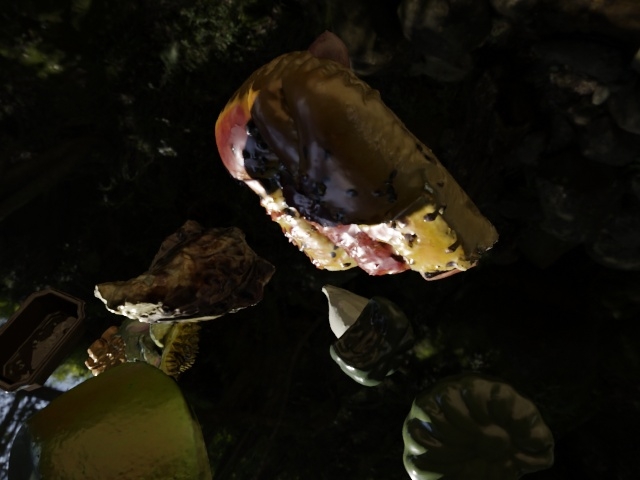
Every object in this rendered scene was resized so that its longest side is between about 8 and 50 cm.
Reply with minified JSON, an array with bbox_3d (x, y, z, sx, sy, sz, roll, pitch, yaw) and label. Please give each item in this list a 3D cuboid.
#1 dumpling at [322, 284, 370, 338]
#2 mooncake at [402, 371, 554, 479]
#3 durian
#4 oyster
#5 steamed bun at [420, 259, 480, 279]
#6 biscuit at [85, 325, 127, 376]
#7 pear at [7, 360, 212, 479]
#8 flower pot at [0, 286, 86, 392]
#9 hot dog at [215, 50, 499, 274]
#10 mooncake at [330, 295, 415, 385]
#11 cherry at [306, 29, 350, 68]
[{"bbox_3d":[0.147,0.299,1.713,0.341,0.181,0.260,16,165,32],"label":"dumpling"},{"bbox_3d":[0.369,0.490,1.178,0.352,0.351,0.187,23,179,19],"label":"mooncake"},{"bbox_3d":[-0.347,0.210,1.062,0.167,0.172,0.306,-9,-155,-30],"label":"durian"},{"bbox_3d":[-0.235,0.057,0.909,0.276,0.100,0.271,19,-136,0],"label":"oyster"},{"bbox_3d":[0.273,0.001,1.066,0.106,0.145,0.175,52,-146,-27],"label":"steamed bun"},{"bbox_3d":[-0.656,0.353,1.565,0.044,0.202,0.288,38,154,9],"label":"biscuit"},{"bbox_3d":[-0.320,0.366,0.676,0.165,0.398,0.399,2,-162,-44],"label":"pear"},{"bbox_3d":[-0.673,0.246,1.162,0.179,0.250,0.084,17,145,18],"label":"flower pot"},{"bbox_3d":[0.018,-0.101,0.738,0.368,0.196,0.365,1,139,51],"label":"hot dog"},{"bbox_3d":[0.107,0.201,0.975,0.169,0.174,0.104,5,-162,-37],"label":"mooncake"},{"bbox_3d":[0.004,-0.291,0.852,0.106,0.126,0.087,-29,-118,-34],"label":"cherry"}]
